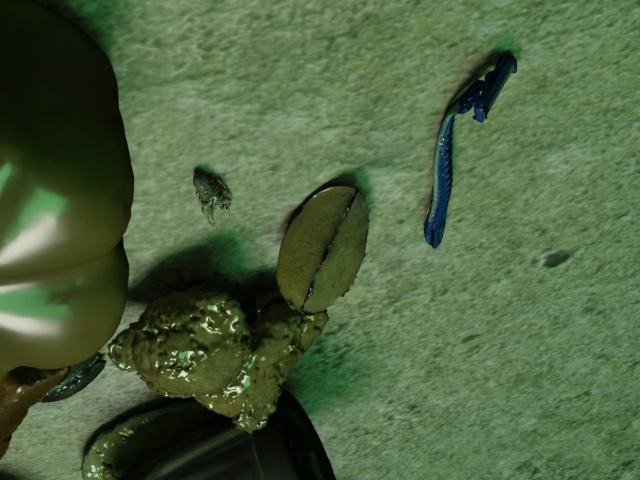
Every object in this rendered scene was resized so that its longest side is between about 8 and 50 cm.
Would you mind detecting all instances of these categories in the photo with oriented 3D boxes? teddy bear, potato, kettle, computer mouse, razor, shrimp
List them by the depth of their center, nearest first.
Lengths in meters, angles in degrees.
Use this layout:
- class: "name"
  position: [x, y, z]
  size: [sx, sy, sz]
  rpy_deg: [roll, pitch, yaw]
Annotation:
- class: "shrimp"
  position: [-0.125, -0.052, 1.630]
  size: [0.038, 0.029, 0.092]
  rpy_deg: [-22, 151, -7]
- class: "razor"
  position: [0.157, -0.095, 1.671]
  size: [0.056, 0.093, 0.324]
  rpy_deg: [27, 146, 8]
- class: "potato"
  position: [0.000, 0.000, 1.726]
  size: [0.101, 0.089, 0.172]
  rpy_deg: [2, 113, -57]
- class: "teddy bear"
  position: [-0.141, 0.139, 1.777]
  size: [0.267, 0.156, 0.256]
  rpy_deg: [-27, 142, 17]
- class: "computer mouse"
  position: [-0.348, 0.183, 1.843]
  size: [0.135, 0.047, 0.079]
  rpy_deg: [-19, 146, 0]
- class: "kettle"
  position: [-0.147, 0.372, 1.962]
  size: [0.324, 0.228, 0.321]
  rpy_deg: [-24, 172, 8]

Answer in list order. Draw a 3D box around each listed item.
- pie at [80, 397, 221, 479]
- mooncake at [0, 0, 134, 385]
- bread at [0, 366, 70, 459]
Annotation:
- class: "pie"
  position: [-0.199, 0.322, 2.078]
  size: [0.306, 0.071, 0.306]
  rpy_deg: [-12, 145, -9]
- class: "mooncake"
  position: [-0.403, -0.031, 1.342]
  size: [0.467, 0.262, 0.467]
  rpy_deg: [-11, 142, -8]
- class: "bread"
  position: [-0.459, 0.218, 1.729]
  size: [0.113, 0.165, 0.416]
  rpy_deg: [-25, 162, -48]
